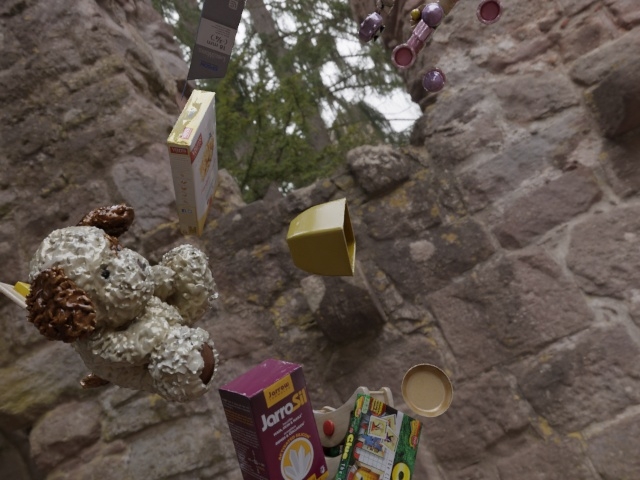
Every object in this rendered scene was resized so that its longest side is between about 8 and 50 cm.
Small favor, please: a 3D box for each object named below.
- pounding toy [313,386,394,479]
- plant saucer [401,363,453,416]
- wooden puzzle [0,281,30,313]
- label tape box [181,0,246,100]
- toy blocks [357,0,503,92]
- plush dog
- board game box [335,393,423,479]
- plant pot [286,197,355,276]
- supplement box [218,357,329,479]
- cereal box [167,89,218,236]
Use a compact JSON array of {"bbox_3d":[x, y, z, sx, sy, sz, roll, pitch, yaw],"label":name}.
[{"bbox_3d":[0.060,0.388,0.954,0.155,0.154,0.269,15,-56,-40],"label":"pounding toy"},{"bbox_3d":[0.173,0.245,0.771,0.084,0.083,0.015,-22,-22,-11],"label":"plant saucer"},{"bbox_3d":[-0.579,0.154,1.055,0.044,0.239,0.221,-64,-19,-11],"label":"wooden puzzle"},{"bbox_3d":[-0.298,-0.582,1.346,0.106,0.240,0.333,14,-49,-18],"label":"label tape box"},{"bbox_3d":[0.278,-0.590,1.262,0.288,0.309,0.260,-51,1,26],"label":"toy blocks"},{"bbox_3d":[-0.263,0.078,0.594,0.211,0.225,0.262,-23,33,4],"label":"plush dog"},{"bbox_3d":[0.081,0.390,0.737,0.136,0.259,0.030,34,-31,-25],"label":"board game box"},{"bbox_3d":[0.000,0.000,0.651,0.083,0.081,0.081,-8,33,11],"label":"plant pot"},{"bbox_3d":[-0.068,0.287,0.705,0.081,0.188,0.104,-4,13,46],"label":"supplement box"},{"bbox_3d":[-0.245,-0.149,0.938,0.048,0.172,0.240,10,-41,-2],"label":"cereal box"}]
